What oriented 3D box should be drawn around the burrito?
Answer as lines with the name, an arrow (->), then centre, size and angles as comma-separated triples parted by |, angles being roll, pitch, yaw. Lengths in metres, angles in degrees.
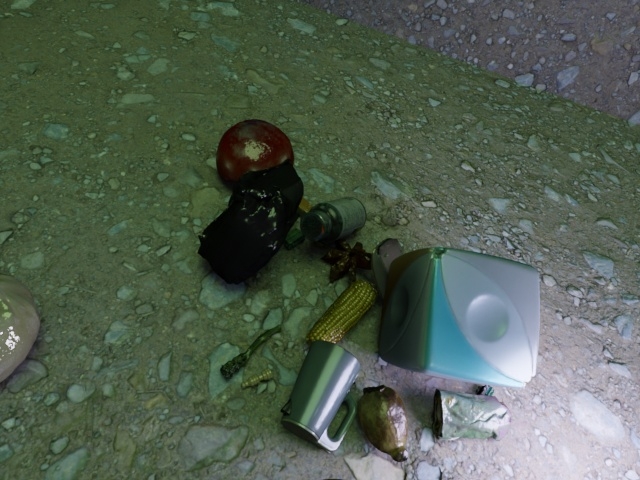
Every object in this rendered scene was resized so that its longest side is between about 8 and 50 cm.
burrito -> 0.446, 0.516, 1.331 | 0.228, 0.089, 0.144 | 4, 79, -6

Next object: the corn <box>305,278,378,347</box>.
corn -> 0.076, 0.236, 1.459 | 0.115, 0.115, 0.318 | 36, 53, 15

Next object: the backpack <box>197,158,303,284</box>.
backpack -> -0.211, -0.089, 1.521 | 0.255, 0.363, 0.446 | 43, 38, -10

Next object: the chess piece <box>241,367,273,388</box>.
chess piece -> -0.185, 0.402, 1.312 | 0.092, 0.035, 0.035 | -20, 59, -23

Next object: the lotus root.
lotus root -> 0.178, 0.506, 1.263 | 0.138, 0.138, 0.214 | -5, 54, -18

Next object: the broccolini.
broccolini -> -0.205, 0.329, 1.364 | 0.239, 0.051, 0.054 | -37, 112, -40

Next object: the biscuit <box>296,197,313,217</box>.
biscuit -> -0.099, -0.155, 1.766 | 0.052, 0.056, 0.188 | -30, 66, -30

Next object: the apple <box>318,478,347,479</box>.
apple -> 0.024, 0.678, 1.013 | 0.256, 0.234, 0.257 | 6, 49, -7

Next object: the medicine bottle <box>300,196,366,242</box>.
medicine bottle -> 0.045, -0.073, 1.614 | 0.141, 0.141, 0.293 | 40, 27, 18

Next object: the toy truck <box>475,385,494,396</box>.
toy truck -> 0.510, 0.486, 1.421 | 0.044, 0.039, 0.083 | 49, 54, 7

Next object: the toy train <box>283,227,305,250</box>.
toy train -> -0.100, -0.006, 1.660 | 0.056, 0.038, 0.093 | 38, 53, 24

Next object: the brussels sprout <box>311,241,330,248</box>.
brussels sprout -> 0.000, 0.000, 1.663 | 0.085, 0.058, 0.085 | 21, 24, -10

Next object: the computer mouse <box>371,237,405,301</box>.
computer mouse -> 0.266, 0.144, 1.547 | 0.158, 0.071, 0.311 | -32, 99, -41

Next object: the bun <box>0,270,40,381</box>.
bun -> -0.918, 0.220, 1.147 | 0.364, 0.219, 0.366 | 5, 50, -6

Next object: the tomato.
tomato -> -0.246, -0.365, 1.767 | 0.289, 0.177, 0.334 | 28, 47, 31

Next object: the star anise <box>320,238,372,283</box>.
star anise -> 0.106, 0.060, 1.617 | 0.212, 0.111, 0.196 | -16, 28, 6

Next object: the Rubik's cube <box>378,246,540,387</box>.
Rubik's cube -> 0.392, 0.222, 1.334 | 0.351, 0.347, 0.353 | 13, 80, -11

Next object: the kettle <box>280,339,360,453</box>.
kettle -> 0.013, 0.442, 1.278 | 0.210, 0.159, 0.243 | 41, 56, -17
